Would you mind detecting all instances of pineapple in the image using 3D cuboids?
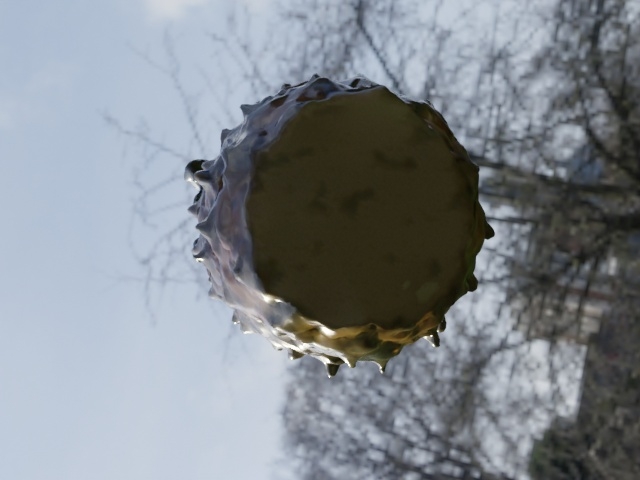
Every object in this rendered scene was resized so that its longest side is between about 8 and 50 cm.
[{"bbox_3d":[0.000,0.000,0.722,0.310,0.170,0.141,163,129,-80],"label":"pineapple"}]
